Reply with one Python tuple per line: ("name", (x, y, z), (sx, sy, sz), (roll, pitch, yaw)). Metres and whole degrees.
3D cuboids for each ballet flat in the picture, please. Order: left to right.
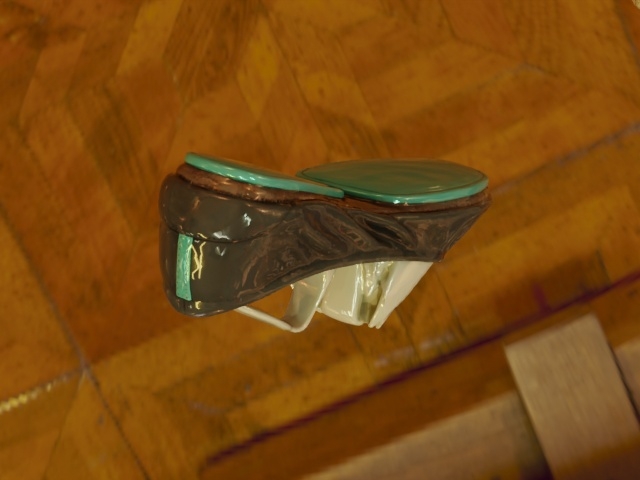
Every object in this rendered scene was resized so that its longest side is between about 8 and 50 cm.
("ballet flat", (0.000, 0.000, 0.962), (0.095, 0.280, 0.096), (19, 102, 34))

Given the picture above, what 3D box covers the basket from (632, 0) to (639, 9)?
("basket", (0.309, -0.274, 1.030), (0.223, 0.213, 0.299), (-1, 88, -30))
